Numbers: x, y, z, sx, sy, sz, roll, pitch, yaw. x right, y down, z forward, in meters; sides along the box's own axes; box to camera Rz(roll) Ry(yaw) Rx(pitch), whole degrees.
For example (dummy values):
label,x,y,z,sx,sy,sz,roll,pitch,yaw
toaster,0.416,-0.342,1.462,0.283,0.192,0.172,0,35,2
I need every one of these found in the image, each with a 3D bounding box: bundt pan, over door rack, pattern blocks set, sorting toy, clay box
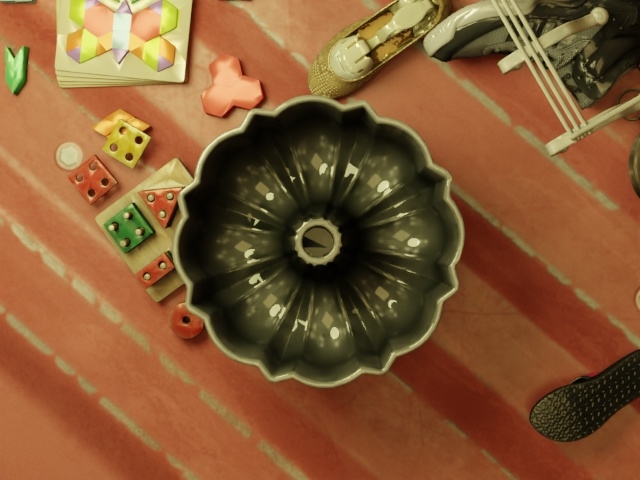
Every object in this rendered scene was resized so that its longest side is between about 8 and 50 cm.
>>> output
label,x,y,z,sx,sy,sz,roll,pitch,yaw
bundt pan,0.000,0.000,1.499,0.331,0.124,0.331,0,91,3
over door rack,0.341,-0.270,1.417,0.324,0.108,0.239,-30,88,18
pattern blocks set,-0.245,-0.264,1.618,0.325,0.026,0.285,-9,91,6
sorting toy,-0.199,-0.018,1.600,0.132,0.046,0.274,-35,91,8
clay box,-0.007,0.035,1.589,0.127,0.053,0.222,-19,91,4

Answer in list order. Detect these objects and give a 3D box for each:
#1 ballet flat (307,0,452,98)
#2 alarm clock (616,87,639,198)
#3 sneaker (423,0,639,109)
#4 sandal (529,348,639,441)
label,x,y,z,sx,sy,sz,roll,pitch,yaw
ballet flat,0.067,-0.245,1.566,0.206,0.067,0.073,-38,89,6
alarm clock,0.422,-0.104,1.539,0.129,0.064,0.192,-42,84,6
sneaker,0.265,-0.221,1.527,0.268,0.101,0.153,-16,87,4
sandal,0.334,0.189,1.571,0.179,0.040,0.067,-27,94,-8
